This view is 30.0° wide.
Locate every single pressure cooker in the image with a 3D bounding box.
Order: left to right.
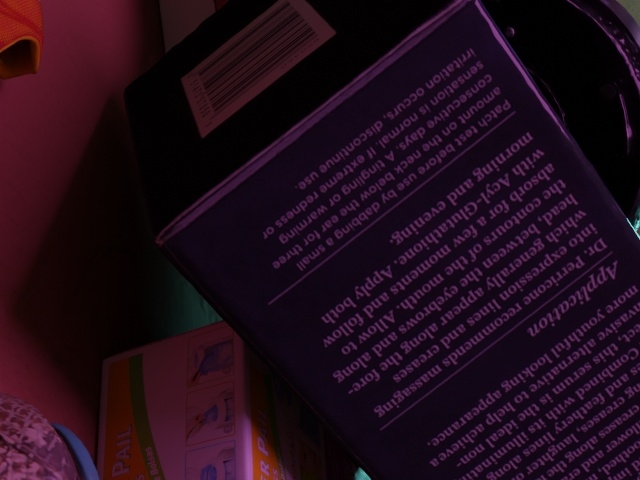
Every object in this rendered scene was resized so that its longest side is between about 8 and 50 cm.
[{"bbox_3d":[0.209,-0.131,1.343,0.370,0.375,0.420,67,20,-6],"label":"pressure cooker"}]

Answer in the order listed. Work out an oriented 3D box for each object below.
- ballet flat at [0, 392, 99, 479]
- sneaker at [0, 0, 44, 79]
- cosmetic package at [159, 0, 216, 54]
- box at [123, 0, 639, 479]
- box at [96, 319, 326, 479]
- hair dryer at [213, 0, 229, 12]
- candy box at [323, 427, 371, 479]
[{"bbox_3d":[-0.114,0.292,0.425,0.182,0.164,0.483,-8,74,-49],"label":"ballet flat"},{"bbox_3d":[-0.204,-0.126,0.655,0.175,0.064,0.068,8,75,-67],"label":"sneaker"},{"bbox_3d":[-0.091,-0.191,1.035,0.099,0.060,0.239,36,39,-59],"label":"cosmetic package"},{"bbox_3d":[0.078,0.020,0.802,0.395,0.212,0.293,50,5,-26],"label":"box"},{"bbox_3d":[-0.062,0.167,0.712,0.114,0.103,0.203,50,28,-48],"label":"box"},{"bbox_3d":[-0.022,-0.189,1.007,0.293,0.080,0.224,-59,130,-67],"label":"hair dryer"},{"bbox_3d":[0.009,0.177,0.958,0.233,0.071,0.159,41,34,-57],"label":"candy box"}]
